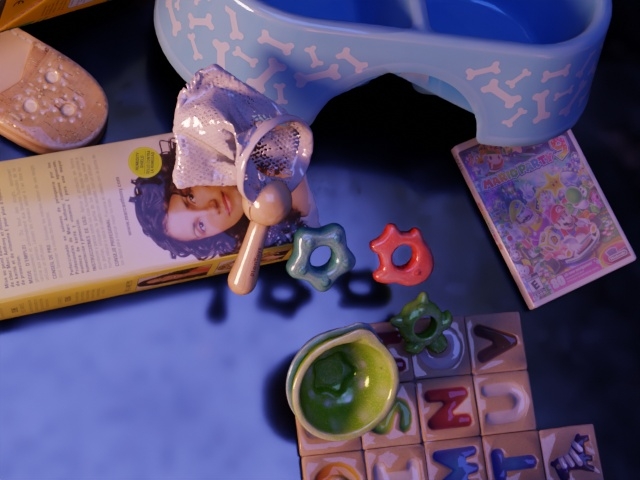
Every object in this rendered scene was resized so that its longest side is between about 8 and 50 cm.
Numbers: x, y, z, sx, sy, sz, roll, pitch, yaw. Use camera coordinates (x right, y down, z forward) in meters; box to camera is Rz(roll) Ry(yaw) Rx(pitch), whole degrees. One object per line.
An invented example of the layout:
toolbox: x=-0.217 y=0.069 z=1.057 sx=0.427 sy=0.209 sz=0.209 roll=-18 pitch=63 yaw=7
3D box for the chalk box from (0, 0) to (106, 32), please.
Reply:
chalk box: x=-0.184 y=-0.253 z=0.634 sx=0.132 sy=0.132 sz=0.213 roll=-29 pitch=79 yaw=-40

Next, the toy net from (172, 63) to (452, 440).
toy net: x=0.000 y=0.000 z=0.621 sx=0.122 sy=0.045 sz=0.232 roll=-29 pitch=114 yaw=-8

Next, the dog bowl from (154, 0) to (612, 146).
dog bowl: x=0.048 y=-0.152 z=0.685 sx=0.297 sy=0.074 sz=0.166 roll=5 pitch=54 yaw=-14

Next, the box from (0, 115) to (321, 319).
box: x=-0.121 y=-0.013 z=0.650 sx=0.232 sy=0.058 sz=0.087 roll=-13 pitch=80 yaw=-15

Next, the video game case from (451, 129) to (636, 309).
video game case: x=0.153 y=-0.024 z=0.740 sx=0.087 sy=0.011 sz=0.122 roll=-23 pitch=82 yaw=-17

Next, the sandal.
sandal: x=-0.236 y=-0.129 z=0.640 sx=0.240 sy=0.079 sz=0.088 roll=26 pitch=72 yaw=-6

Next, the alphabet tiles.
alphabet tiles: x=0.088 y=0.165 z=0.680 sx=0.198 sy=0.009 sz=0.237 roll=-4 pitch=78 yaw=-14
